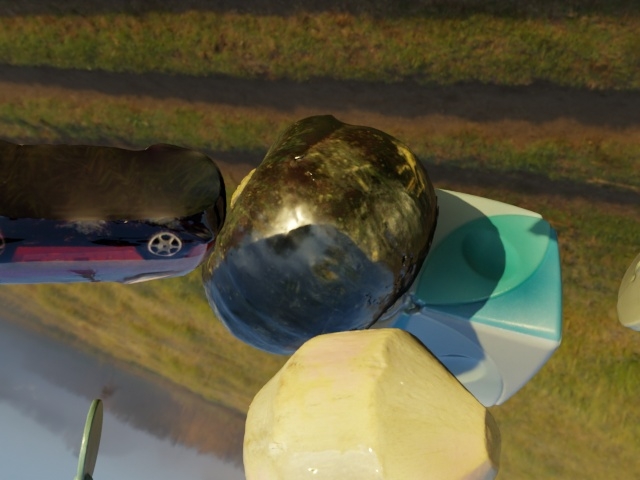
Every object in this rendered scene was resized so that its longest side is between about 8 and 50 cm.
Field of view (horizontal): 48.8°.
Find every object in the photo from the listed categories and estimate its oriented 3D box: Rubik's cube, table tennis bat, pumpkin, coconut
[{"bbox_3d":[0.298,0.128,1.549,0.352,0.347,0.352,16,143,-8],"label":"Rubik's cube"},{"bbox_3d":[-0.419,0.407,1.264,0.040,0.244,0.153,8,154,-8],"label":"table tennis bat"},{"bbox_3d":[0.000,0.000,1.237,0.344,0.454,0.454,37,163,-6],"label":"pumpkin"},{"bbox_3d":[0.051,0.190,0.667,0.237,0.236,0.197,9,148,37],"label":"coconut"}]

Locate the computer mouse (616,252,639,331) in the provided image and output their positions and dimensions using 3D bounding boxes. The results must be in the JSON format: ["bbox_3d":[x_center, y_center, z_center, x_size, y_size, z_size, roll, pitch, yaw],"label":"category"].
[{"bbox_3d":[0.527,-0.001,0.971,0.095,0.197,0.331,35,133,-3],"label":"computer mouse"}]

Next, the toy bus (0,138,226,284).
[{"bbox_3d":[-0.262,-0.027,0.780,0.303,0.127,0.147,0,150,-16],"label":"toy bus"}]
